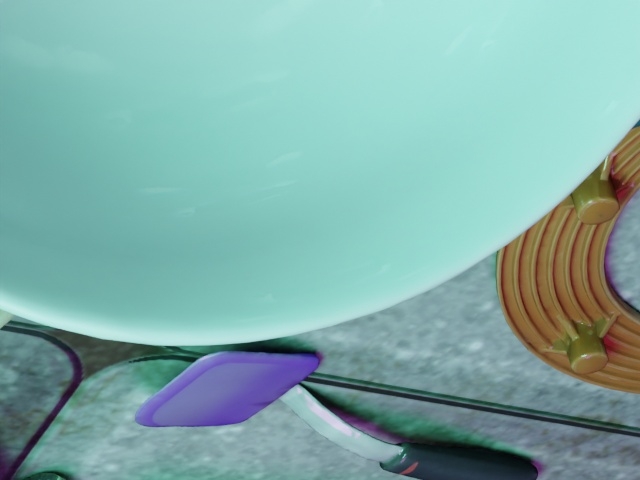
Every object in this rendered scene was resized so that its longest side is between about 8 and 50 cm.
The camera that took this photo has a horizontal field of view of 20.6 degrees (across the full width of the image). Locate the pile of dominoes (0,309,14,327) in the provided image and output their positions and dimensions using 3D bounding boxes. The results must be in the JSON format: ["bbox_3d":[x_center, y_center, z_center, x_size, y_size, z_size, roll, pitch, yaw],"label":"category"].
[{"bbox_3d":[-0.161,-0.083,0.660,0.196,0.040,0.251,-38,128,20],"label":"pile of dominoes"}]

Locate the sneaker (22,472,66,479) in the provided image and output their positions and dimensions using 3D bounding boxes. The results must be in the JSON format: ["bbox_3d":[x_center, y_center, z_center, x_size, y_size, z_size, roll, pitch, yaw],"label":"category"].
[{"bbox_3d":[-0.191,0.185,1.034,0.135,0.052,0.058,-22,146,14],"label":"sneaker"}]

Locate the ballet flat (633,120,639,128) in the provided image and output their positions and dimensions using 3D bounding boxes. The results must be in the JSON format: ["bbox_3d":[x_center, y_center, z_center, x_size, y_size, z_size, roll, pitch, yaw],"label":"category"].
[{"bbox_3d":[0.044,-0.045,0.780,0.232,0.073,0.080,-25,172,16],"label":"ballet flat"}]

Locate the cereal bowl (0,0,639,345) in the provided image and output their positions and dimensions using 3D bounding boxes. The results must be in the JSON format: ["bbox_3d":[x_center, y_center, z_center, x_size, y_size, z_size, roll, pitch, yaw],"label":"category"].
[{"bbox_3d":[-0.035,-0.150,0.490,0.339,0.141,0.339,-10,111,-26],"label":"cereal bowl"}]

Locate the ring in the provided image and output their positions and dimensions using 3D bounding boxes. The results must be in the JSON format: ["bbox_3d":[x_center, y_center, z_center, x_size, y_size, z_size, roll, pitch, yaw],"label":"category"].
[{"bbox_3d":[0.257,-0.005,0.919,0.337,0.032,0.336,-7,143,-5],"label":"ring"}]

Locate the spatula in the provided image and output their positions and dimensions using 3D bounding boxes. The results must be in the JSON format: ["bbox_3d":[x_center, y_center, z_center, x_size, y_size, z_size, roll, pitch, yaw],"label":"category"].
[{"bbox_3d":[0.023,0.111,1.009,0.296,0.030,0.084,23,133,-38],"label":"spatula"}]
